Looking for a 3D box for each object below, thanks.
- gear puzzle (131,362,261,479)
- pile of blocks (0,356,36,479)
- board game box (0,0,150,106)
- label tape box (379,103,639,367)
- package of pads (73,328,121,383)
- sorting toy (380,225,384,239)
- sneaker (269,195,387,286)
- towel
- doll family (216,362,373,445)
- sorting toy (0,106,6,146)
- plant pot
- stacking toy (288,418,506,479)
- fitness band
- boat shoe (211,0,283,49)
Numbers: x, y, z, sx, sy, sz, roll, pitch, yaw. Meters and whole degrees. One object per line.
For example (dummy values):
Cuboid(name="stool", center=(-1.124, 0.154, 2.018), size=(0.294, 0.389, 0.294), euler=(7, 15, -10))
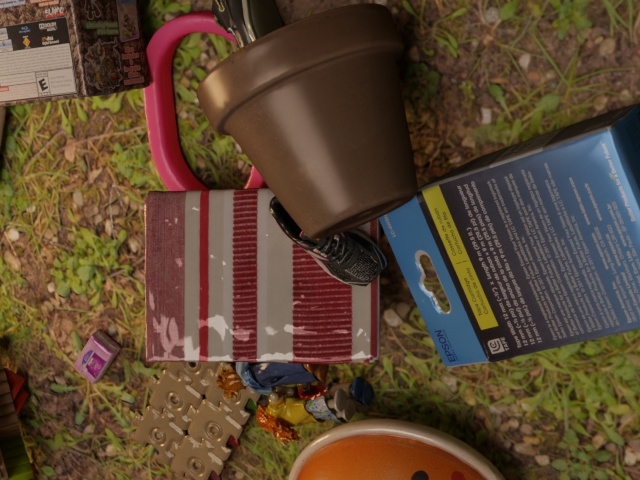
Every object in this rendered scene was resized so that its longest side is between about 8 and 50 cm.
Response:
Cuboid(name="gear puzzle", center=(-0.171, 0.226, 2.046), size=(0.175, 0.044, 0.339), euler=(35, 121, 14))
Cuboid(name="pile of blocks", center=(-0.537, 0.306, 2.225), size=(0.149, 0.112, 0.362), euler=(-140, 38, -63))
Cuboid(name="board game box", center=(-0.387, -0.338, 1.825), size=(0.232, 0.141, 0.291), euler=(-1, 101, 31))
Cuboid(name="label tape box", center=(0.272, 0.004, 1.658), size=(0.347, 0.115, 0.249), euler=(-17, 101, 38))
Cuboid(name="package of pads", center=(-0.360, 0.187, 2.134), size=(0.050, 0.032, 0.083), euler=(42, 125, 9))
Cuboid(name="sorting toy", center=(0.087, -0.028, 1.793), size=(0.102, 0.042, 0.061), euler=(-9, 122, 19))
Cuboid(name="sneaker", center=(0.000, 0.000, 1.710), size=(0.178, 0.077, 0.072), euler=(32, 96, 12))
Cuboid(name="towel", center=(-0.080, 0.048, 1.783), size=(0.328, 0.037, 0.237), euler=(-1, 88, 13))
Cuboid(name="doll family", center=(-0.056, 0.204, 1.874), size=(0.163, 0.118, 0.263), euler=(-12, 130, 32))
Cuboid(name="sorting toy", center=(-0.587, -0.180, 2.095), size=(0.196, 0.047, 0.348), euler=(25, 121, 13))
Cuboid(name="plant pot", center=(0.006, -0.131, 1.627), size=(0.263, 0.263, 0.229), euler=(-27, 82, 35))
Cuboid(name="stacking toy", center=(0.065, 0.505, 1.741), size=(0.350, 0.480, 0.351), euler=(10, 127, 13))
Cuboid(name="fitness band", center=(-0.152, -0.175, 1.850), size=(0.209, 0.054, 0.291), euler=(8, 113, 26))
Cuboid(name="boat shoe", center=(-0.110, -0.318, 1.745), size=(0.068, 0.081, 0.228), euler=(-18, 92, 29))
